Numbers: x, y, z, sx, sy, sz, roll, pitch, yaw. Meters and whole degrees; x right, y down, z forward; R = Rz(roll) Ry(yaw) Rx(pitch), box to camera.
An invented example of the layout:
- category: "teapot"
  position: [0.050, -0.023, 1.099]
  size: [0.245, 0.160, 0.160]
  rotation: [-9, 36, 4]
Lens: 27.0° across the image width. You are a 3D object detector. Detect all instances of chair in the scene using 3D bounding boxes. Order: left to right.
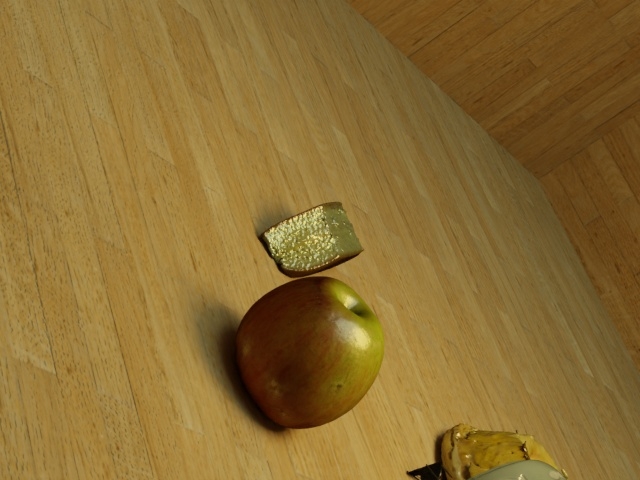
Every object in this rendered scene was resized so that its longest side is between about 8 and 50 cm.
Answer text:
- category: "chair"
  position: [0.168, 0.356, 2.035]
  size: [0.086, 0.037, 0.042]
  rotation: [48, 31, -35]

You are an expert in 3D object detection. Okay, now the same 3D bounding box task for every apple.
- category: "apple"
  position: [-0.011, 0.142, 1.738]
  size: [0.196, 0.196, 0.196]
  rotation: [48, 20, -23]

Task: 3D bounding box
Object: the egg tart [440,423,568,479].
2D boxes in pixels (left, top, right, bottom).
- category: "egg tart"
  position: [0.339, 0.434, 2.192]
  size: [0.345, 0.132, 0.345]
  rotation: [50, 17, -21]

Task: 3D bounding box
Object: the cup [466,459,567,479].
- category: "cup"
  position: [0.223, 0.459, 1.737]
  size: [0.357, 0.259, 0.274]
  rotation: [-8, 59, -35]

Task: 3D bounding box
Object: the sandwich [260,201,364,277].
- category: "sandwich"
  position: [0.000, 0.000, 2.147]
  size: [0.094, 0.096, 0.258]
  rotation: [63, 21, 6]
